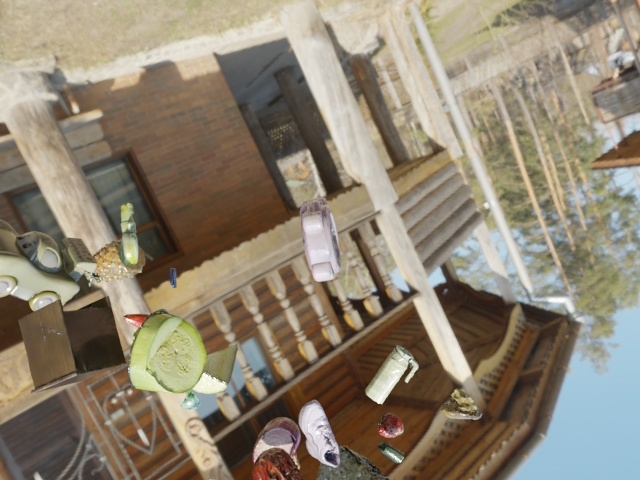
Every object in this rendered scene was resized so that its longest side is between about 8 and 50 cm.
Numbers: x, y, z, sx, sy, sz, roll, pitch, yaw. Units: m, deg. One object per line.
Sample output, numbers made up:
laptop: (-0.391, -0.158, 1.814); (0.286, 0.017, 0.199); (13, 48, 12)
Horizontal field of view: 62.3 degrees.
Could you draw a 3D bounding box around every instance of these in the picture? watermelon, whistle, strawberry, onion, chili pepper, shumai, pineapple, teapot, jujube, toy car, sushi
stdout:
watermelon: (-0.553, 0.685, 2.268); (0.085, 0.085, 0.061); (-27, -153, -13)
whistle: (-0.598, -0.018, 1.636); (0.057, 0.198, 0.104); (-4, 164, -27)
strawberry: (0.285, 0.756, 2.150); (0.106, 0.106, 0.106); (-25, -174, 3)
onion: (-0.165, 0.781, 2.029); (0.200, 0.207, 0.200); (0, 180, 0)
chili pepper: (-0.505, 0.291, 1.687); (0.063, 0.272, 0.071); (-17, -135, 35)
shumai: (0.530, 0.622, 1.970); (0.105, 0.139, 0.123); (-58, 162, -18)
pineapple: (-0.838, 0.101, 2.044); (0.340, 0.169, 0.169); (-18, -171, 28)
teapot: (0.252, 0.469, 1.830); (0.200, 0.107, 0.077); (-58, 171, 9)
jujube: (-0.130, 0.818, 1.792); (0.155, 0.230, 0.155); (-35, 150, -24)
toy car: (-0.913, 0.055, 1.657); (0.226, 0.242, 0.336); (-46, 145, -2)
sushi: (0.133, 0.894, 1.917); (0.350, 0.171, 0.211); (6, -118, 59)

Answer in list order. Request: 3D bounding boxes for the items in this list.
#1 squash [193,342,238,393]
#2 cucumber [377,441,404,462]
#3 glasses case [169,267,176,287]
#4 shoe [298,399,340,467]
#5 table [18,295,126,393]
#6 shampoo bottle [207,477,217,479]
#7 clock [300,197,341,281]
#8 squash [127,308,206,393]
squash: (-0.400, 0.436, 1.899); (0.093, 0.169, 0.252); (-59, -168, 19)
cucumber: (0.266, 0.805, 2.029); (0.048, 0.105, 0.048); (-53, -177, 4)
glasses case: (-0.606, 0.154, 2.170); (0.023, 0.083, 0.033); (-11, 165, 10)
shoe: (0.003, 0.689, 1.881); (0.095, 0.245, 0.137); (-22, -158, -33)
table: (-0.650, 0.266, 1.383); (0.172, 0.193, 0.169); (-23, 169, 21)
shampoo bottle: (-0.444, 1.022, 2.047); (0.041, 0.069, 0.191); (-20, -129, 63)
clock: (0.000, 0.000, 1.929); (0.113, 0.296, 0.322); (-10, -170, 6)
squash: (-0.409, 0.297, 1.407); (0.133, 0.220, 0.220); (6, -162, 19)
